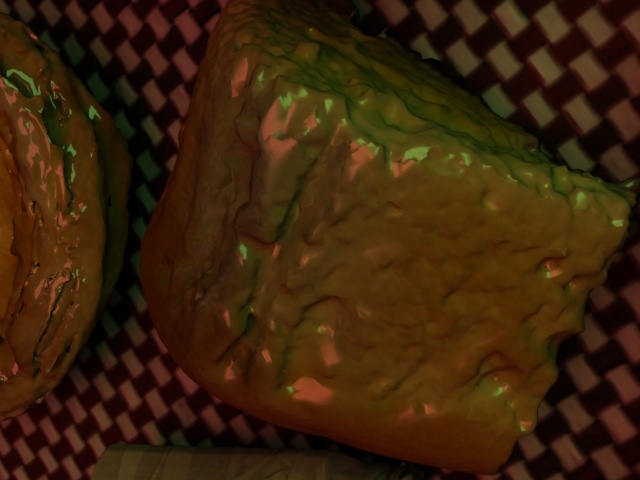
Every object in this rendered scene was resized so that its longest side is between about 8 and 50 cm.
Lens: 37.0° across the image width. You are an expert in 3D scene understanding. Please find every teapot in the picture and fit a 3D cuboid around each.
[{"bbox_3d":[-0.041,0.172,0.544,0.200,0.077,0.107,-5,54,28],"label":"teapot"}]

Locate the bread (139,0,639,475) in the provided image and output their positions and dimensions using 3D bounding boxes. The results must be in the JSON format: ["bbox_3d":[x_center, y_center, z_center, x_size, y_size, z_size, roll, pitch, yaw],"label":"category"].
[{"bbox_3d":[0.000,0.000,0.476,0.262,0.162,0.204,38,124,32],"label":"bread"}]

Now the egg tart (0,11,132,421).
[{"bbox_3d":[-0.238,-0.025,0.621,0.290,0.107,0.291,5,104,21],"label":"egg tart"}]
